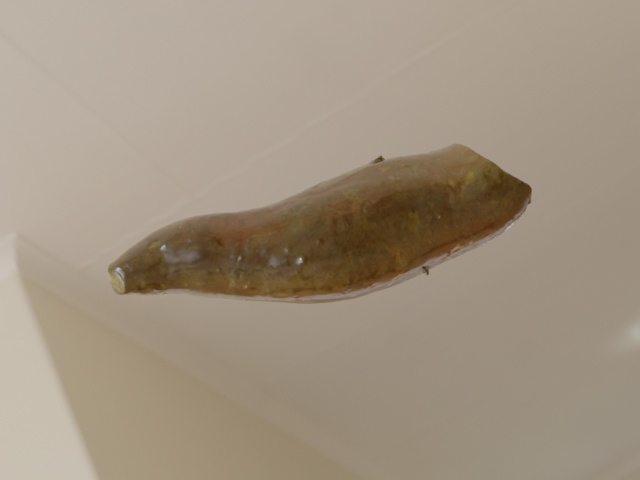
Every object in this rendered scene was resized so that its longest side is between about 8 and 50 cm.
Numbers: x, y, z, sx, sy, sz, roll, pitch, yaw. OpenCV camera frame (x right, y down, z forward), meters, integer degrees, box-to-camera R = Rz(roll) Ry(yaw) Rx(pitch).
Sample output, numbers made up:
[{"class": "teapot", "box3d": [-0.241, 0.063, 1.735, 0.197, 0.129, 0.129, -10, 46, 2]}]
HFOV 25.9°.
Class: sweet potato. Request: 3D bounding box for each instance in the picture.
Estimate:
[{"class": "sweet potato", "box3d": [0.000, 0.000, 0.802, 0.243, 0.077, 0.077, -16, -29, -7]}]
